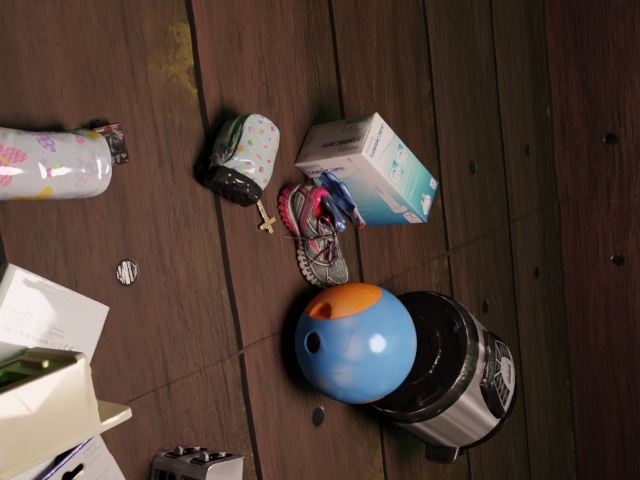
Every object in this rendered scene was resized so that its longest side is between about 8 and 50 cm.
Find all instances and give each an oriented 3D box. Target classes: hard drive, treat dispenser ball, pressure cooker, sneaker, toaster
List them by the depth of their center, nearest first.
[{"bbox_3d":[-0.487,0.224,1.207,0.210,0.040,0.319,36,62,-46],"label":"hard drive"},{"bbox_3d":[-0.240,0.497,1.431,0.110,0.168,0.186,11,80,-49],"label":"toaster"},{"bbox_3d":[0.083,0.241,1.746,0.288,0.288,0.288,0,91,-52],"label":"treat dispenser ball"},{"bbox_3d":[0.000,0.000,1.782,0.121,0.112,0.299,-53,130,-38],"label":"sneaker"},{"bbox_3d":[0.330,0.365,2.014,0.370,0.375,0.420,-43,135,5],"label":"pressure cooker"}]

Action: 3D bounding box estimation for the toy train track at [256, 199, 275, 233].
[{"bbox_3d":[-0.131,-0.055,1.693,0.048,0.014,0.083,-37,113,-38],"label":"toy train track"}]

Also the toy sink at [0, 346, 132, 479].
[{"bbox_3d":[-0.431,0.243,1.123,0.234,0.152,0.131,-19,105,-50],"label":"toy sink"}]

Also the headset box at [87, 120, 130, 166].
[{"bbox_3d":[-0.388,-0.175,1.341,0.062,0.032,0.083,-29,112,-49],"label":"headset box"}]

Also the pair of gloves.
[{"bbox_3d":[0.030,-0.090,1.775,0.023,0.198,0.159,-37,100,-23],"label":"pair of gloves"}]

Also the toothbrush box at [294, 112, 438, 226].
[{"bbox_3d":[0.117,-0.165,1.830,0.295,0.216,0.126,39,60,-38],"label":"toothbrush box"}]

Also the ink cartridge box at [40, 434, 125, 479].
[{"bbox_3d":[-0.397,0.526,1.304,0.176,0.069,0.371,-43,126,-43],"label":"ink cartridge box"}]

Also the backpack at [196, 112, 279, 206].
[{"bbox_3d":[-0.162,-0.179,1.568,0.152,0.115,0.182,35,60,-44],"label":"backpack"}]

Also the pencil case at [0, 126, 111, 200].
[{"bbox_3d":[-0.467,-0.126,1.173,0.273,0.113,0.124,-8,88,-52],"label":"pencil case"}]
